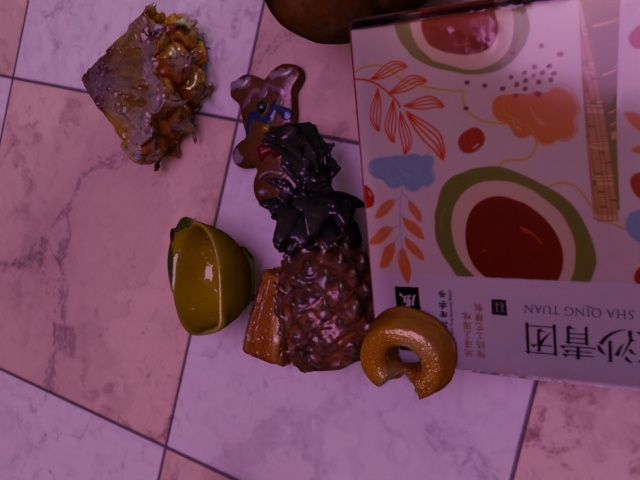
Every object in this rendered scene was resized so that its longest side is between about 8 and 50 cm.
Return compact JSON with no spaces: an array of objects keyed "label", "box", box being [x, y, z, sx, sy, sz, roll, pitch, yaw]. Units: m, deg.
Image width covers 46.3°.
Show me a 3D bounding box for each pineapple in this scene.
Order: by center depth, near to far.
[{"label":"pineapple","box":[0.000,0.000,0.932,0.141,0.170,0.310,-13,89,42]},{"label":"pineapple","box":[-0.261,-0.228,1.114,0.186,0.114,0.237,22,100,27]}]

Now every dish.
[{"label":"dish","box":[-0.145,0.049,1.040,0.208,0.080,0.149,57,132,41]}]

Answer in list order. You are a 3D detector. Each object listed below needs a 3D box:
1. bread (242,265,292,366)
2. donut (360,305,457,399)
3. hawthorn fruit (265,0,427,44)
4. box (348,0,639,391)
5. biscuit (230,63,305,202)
[{"label":"bread","box":[-0.058,0.103,1.018,0.074,0.053,0.132,15,94,32]},{"label":"donut","box":[0.091,0.122,0.809,0.108,0.043,0.097,6,107,25]},{"label":"hawthorn fruit","box":[0.050,-0.388,0.868,0.300,0.267,0.268,-24,76,24]},{"label":"box","box":[0.222,-0.056,0.780,0.344,0.122,0.386,1,102,30]},{"label":"biscuit","box":[-0.068,-0.142,1.051,0.138,0.031,0.205,-7,85,27]}]
